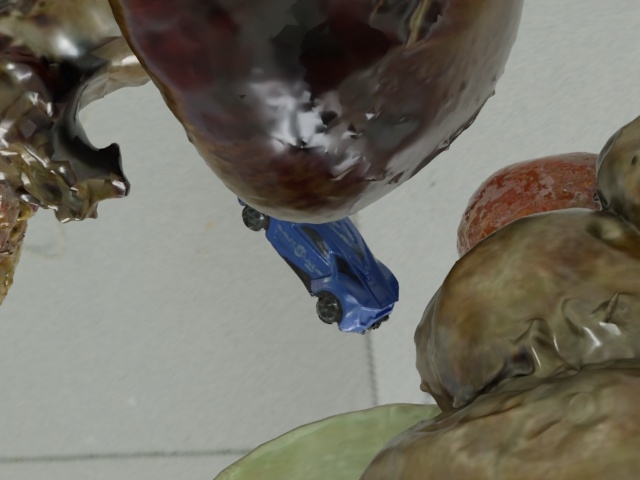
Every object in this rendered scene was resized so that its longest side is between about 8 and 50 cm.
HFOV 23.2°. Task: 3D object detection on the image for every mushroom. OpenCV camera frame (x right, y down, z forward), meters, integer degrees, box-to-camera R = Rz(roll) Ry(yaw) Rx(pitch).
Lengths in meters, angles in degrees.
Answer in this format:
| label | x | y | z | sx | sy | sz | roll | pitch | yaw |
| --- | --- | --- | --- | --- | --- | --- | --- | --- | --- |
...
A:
| label | x | y | z | sx | sy | sz | roll | pitch | yaw |
| --- | --- | --- | --- | --- | --- | --- | --- | --- | --- |
| mushroom | -0.039 | -0.162 | 1.018 | 0.331 | 0.334 | 0.356 | 41 | 144 | -21 |

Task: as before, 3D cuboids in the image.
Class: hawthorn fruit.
| label | x | y | z | sx | sy | sz | roll | pitch | yaw |
| --- | --- | --- | --- | --- | --- | --- | --- | --- | --- |
| hawthorn fruit | 0.247 | 0.009 | 1.697 | 0.262 | 0.210 | 0.210 | 0 | 101 | 44 |

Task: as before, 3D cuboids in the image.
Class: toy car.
| label | x | y | z | sx | sy | sz | roll | pitch | yaw |
| --- | --- | --- | --- | --- | --- | --- | --- | --- | --- |
| toy car | 0.000 | 0.000 | 1.606 | 0.216 | 0.103 | 0.063 | 52 | 125 | 9 |

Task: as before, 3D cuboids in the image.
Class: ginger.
| label | x | y | z | sx | sy | sz | roll | pitch | yaw |
| --- | --- | --- | --- | --- | --- | --- | --- | --- | --- |
| ginger | 0.139 | 0.072 | 0.789 | 0.244 | 0.304 | 0.155 | -24 | 129 | 30 |

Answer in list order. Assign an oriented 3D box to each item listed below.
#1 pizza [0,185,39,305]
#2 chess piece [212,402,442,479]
| label | x | y | z | sx | sy | sz | roll | pitch | yaw |
| --- | --- | --- | --- | --- | --- | --- | --- | --- | --- |
| pizza | -0.381 | -0.122 | 1.749 | 0.114 | 0.278 | 0.409 | -1 | 73 | 11 |
| chess piece | 0.077 | 0.349 | 1.084 | 0.234 | 0.234 | 0.442 | -12 | 115 | 19 |
